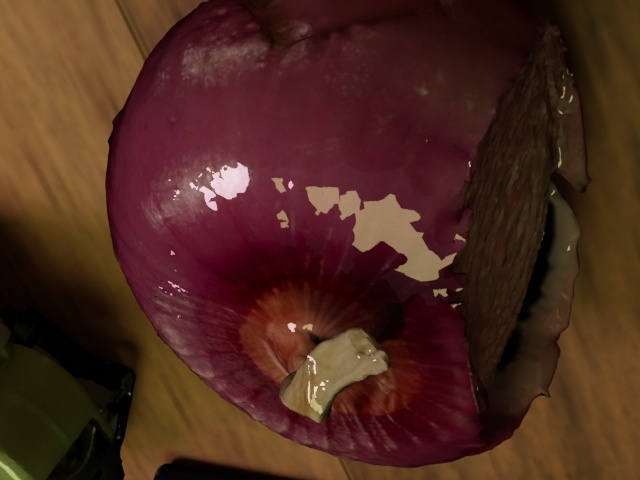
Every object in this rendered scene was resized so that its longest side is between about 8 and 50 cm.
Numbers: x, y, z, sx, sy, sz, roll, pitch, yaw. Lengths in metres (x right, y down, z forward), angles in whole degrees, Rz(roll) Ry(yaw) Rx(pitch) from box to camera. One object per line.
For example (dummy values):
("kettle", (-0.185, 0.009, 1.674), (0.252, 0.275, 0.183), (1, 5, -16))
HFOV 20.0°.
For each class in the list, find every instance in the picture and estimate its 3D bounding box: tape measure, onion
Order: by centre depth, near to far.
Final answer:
("onion", (0.005, -0.011, 0.715), (0.200, 0.200, 0.207), (-8, 160, 22))
("tape measure", (-0.201, 0.076, 0.849), (0.177, 0.087, 0.154), (-17, 116, 33))
("tape measure", (-0.138, 0.086, 0.914), (0.091, 0.054, 0.094), (28, 130, -2))

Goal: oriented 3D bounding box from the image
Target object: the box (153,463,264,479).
("box", (0.021, 0.210, 0.902), (0.259, 0.168, 0.071), (10, 135, 5))
